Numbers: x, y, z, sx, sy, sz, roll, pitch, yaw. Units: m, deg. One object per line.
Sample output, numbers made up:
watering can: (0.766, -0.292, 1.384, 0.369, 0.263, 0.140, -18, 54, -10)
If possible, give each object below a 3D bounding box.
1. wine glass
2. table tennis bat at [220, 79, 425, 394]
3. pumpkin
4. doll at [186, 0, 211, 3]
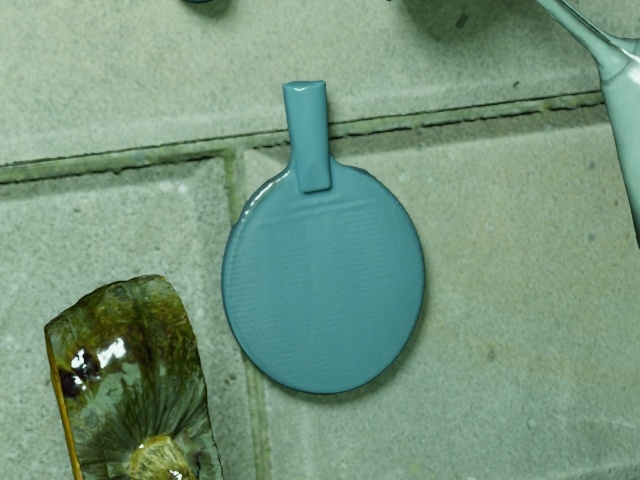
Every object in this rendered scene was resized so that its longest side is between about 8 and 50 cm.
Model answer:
wine glass: (0.273, -0.197, 1.667, 0.406, 0.267, 0.267, 39, 87, -15)
table tennis bat: (0.000, 0.000, 1.719, 0.215, 0.044, 0.329, -11, 106, -14)
pumpkin: (-0.171, 0.198, 1.608, 0.139, 0.222, 0.317, -10, 103, -14)
doll: (-0.108, -0.266, 1.622, 0.050, 0.076, 0.083, 29, 83, -54)
